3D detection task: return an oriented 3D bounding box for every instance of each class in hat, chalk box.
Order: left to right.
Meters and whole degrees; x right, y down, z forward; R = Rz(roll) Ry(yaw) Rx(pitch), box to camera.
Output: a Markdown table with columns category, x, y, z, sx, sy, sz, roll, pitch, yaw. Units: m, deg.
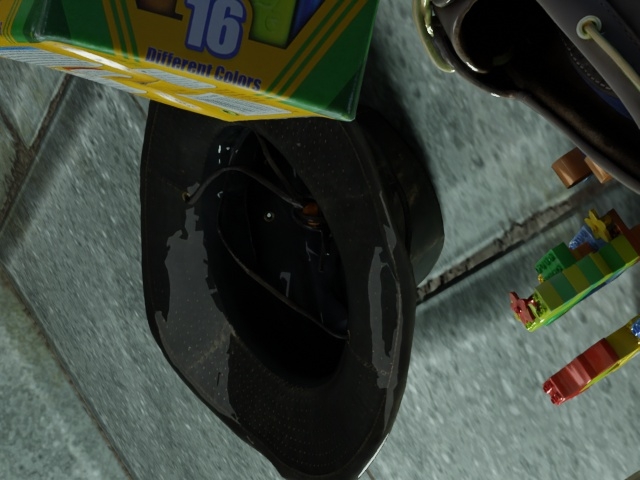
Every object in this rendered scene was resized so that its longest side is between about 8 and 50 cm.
| category | x | y | z | sx | sy | sz | roll | pitch | yaw |
| --- | --- | --- | --- | --- | --- | --- | --- | --- | --- |
| chalk box | -0.063 | -0.222 | 1.027 | 0.180 | 0.179 | 0.289 | 7 | 85 | 66 |
| hat | 0.000 | 0.000 | 1.366 | 0.331 | 0.134 | 0.331 | 27 | 128 | 42 |

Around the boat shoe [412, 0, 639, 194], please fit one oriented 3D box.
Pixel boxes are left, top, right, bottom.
| category | x | y | z | sx | sy | sz | roll | pitch | yaw |
| --- | --- | --- | --- | --- | --- | --- | --- | --- | --- |
| boat shoe | 0.106 | -0.120 | 0.975 | 0.324 | 0.097 | 0.116 | 41 | 155 | 41 |

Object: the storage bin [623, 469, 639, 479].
| category | x | y | z | sx | sy | sz | roll | pitch | yaw |
| --- | --- | --- | --- | --- | --- | --- | --- | --- | --- |
| storage bin | 0.219 | 0.233 | 0.990 | 0.123 | 0.260 | 0.262 | 43 | 156 | 47 |

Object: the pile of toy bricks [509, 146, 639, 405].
| category | x | y | z | sx | sy | sz | roll | pitch | yaw |
| --- | --- | --- | --- | --- | --- | --- | --- | --- | --- |
| pile of toy bricks | 0.147 | 0.019 | 1.069 | 0.118 | 0.105 | 0.212 | 55 | 160 | 12 |
